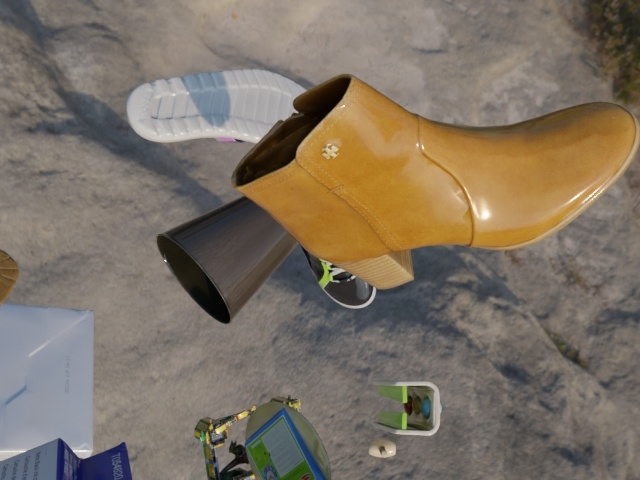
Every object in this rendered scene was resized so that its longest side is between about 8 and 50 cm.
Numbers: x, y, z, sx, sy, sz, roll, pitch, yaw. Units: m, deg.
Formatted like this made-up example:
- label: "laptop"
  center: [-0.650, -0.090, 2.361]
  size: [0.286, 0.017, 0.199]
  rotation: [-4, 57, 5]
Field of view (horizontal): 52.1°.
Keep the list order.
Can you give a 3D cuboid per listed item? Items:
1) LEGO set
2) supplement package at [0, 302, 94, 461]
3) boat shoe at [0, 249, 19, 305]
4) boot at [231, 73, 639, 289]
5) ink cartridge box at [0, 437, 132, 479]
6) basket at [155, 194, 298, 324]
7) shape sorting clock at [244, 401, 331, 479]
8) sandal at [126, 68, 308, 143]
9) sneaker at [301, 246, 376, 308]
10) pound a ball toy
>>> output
- label: "LEGO set"
  center: [-0.138, 0.530, 1.632]
  size: [0.331, 0.192, 0.255]
  rotation: [3, 86, -38]
- label: "supplement package"
  center: [-0.483, 0.250, 1.054]
  size: [0.203, 0.145, 0.262]
  rotation: [9, 44, -27]
- label: "boat shoe"
  center: [-0.390, 0.081, 0.705]
  size: [0.063, 0.059, 0.170]
  rotation: [54, 30, -27]
- label: "boot"
  center: [0.091, -0.069, 0.534]
  size: [0.211, 0.295, 0.104]
  rotation: [39, 31, -41]
- label: "ink cartridge box"
  center: [-0.286, 0.272, 0.607]
  size: [0.223, 0.223, 0.045]
  rotation: [-19, 110, -17]
- label: "basket"
  center: [-0.150, 0.006, 1.208]
  size: [0.204, 0.154, 0.227]
  rotation: [46, 61, 8]
- label: "shape sorting clock"
  center: [-0.059, 0.385, 1.159]
  size: [0.040, 0.206, 0.206]
  rotation: [-8, 62, -46]
- label: "sandal"
  center: [-0.194, -0.268, 1.362]
  size: [0.416, 0.102, 0.170]
  rotation: [-1, 77, -25]
- label: "sneaker"
  center: [0.000, 0.000, 0.861]
  size: [0.235, 0.084, 0.097]
  rotation: [63, 17, -15]
- label: "pound a ball toy"
  center: [0.218, 0.468, 1.697]
  size: [0.135, 0.319, 0.208]
  rotation: [3, 77, -7]
